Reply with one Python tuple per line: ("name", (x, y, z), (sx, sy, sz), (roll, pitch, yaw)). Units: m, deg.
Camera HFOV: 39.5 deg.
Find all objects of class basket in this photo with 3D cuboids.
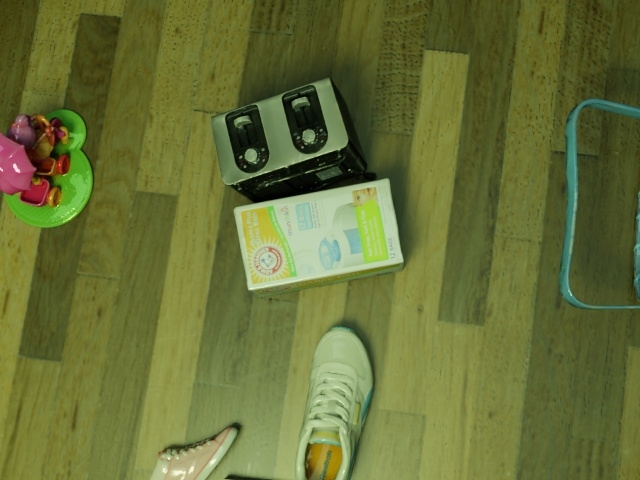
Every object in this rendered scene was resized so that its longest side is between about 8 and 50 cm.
("basket", (0.434, -0.035, 1.086), (0.289, 0.201, 0.254), (5, 83, -5))

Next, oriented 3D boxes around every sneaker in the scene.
("sneaker", (-0.171, 0.283, 1.165), (0.070, 0.051, 0.134), (40, 91, 4))
("sneaker", (0.019, 0.223, 1.139), (0.088, 0.092, 0.228), (5, 81, 7))

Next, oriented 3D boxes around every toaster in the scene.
("toaster", (-0.033, -0.121, 1.158), (0.168, 0.186, 0.110), (-17, 78, 10))

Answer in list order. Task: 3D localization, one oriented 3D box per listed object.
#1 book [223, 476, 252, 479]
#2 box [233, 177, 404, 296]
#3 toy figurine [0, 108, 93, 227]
("book", (-0.086, 0.387, 1.157), (0.096, 0.035, 0.144), (5, 81, 1))
("box", (0.000, 0.000, 1.166), (0.203, 0.103, 0.114), (-10, 81, 3))
("toy figurine", (-0.384, -0.114, 1.185), (0.130, 0.159, 0.173), (14, 83, 6))
